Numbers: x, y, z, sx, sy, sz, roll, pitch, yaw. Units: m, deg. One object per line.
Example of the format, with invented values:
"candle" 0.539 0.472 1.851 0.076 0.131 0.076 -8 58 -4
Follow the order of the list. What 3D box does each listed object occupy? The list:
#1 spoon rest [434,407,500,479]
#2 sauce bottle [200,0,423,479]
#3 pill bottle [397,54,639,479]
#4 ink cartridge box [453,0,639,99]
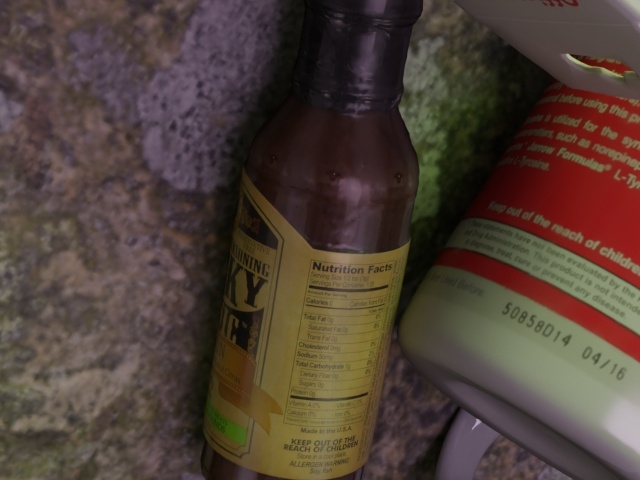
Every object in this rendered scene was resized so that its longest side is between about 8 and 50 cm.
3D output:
"spoon rest" 0.166 0.097 1.203 0.276 0.084 0.137 -54 130 -15
"sauce bottle" 0.000 0.000 1.027 0.111 0.111 0.344 -1 111 -30
"pill bottle" 0.243 -0.046 1.056 0.229 0.229 0.408 39 80 -37
"ink cartridge box" 0.076 -0.217 0.848 0.353 0.207 0.119 37 86 -21
